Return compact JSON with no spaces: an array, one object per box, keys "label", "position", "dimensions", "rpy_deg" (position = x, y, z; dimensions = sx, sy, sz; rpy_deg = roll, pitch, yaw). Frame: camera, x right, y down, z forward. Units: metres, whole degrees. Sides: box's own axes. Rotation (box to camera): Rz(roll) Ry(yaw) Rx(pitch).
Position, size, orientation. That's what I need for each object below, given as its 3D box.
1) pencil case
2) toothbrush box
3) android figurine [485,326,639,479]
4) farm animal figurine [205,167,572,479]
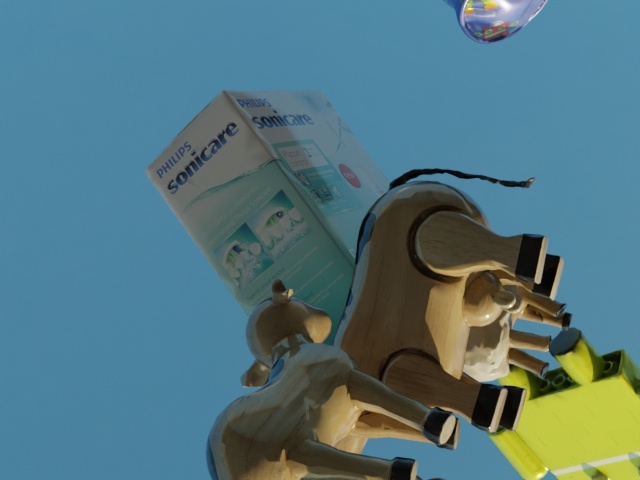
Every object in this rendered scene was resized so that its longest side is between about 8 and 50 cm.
[{"label":"pencil case","position":[0.141,-0.369,1.203],"dimensions":[0.119,0.133,0.306],"rpy_deg":[-37,-119,10]},{"label":"toothbrush box","position":[0.000,0.000,1.031],"dimensions":[0.126,0.216,0.295],"rpy_deg":[-42,-102,24]},{"label":"android figurine","position":[0.320,0.219,1.207],"dimensions":[0.273,0.248,0.056],"rpy_deg":[51,-139,-20]},{"label":"farm animal figurine","position":[0.038,0.092,0.692],"dimensions":[0.172,0.330,0.327],"rpy_deg":[16,-111,23]}]
